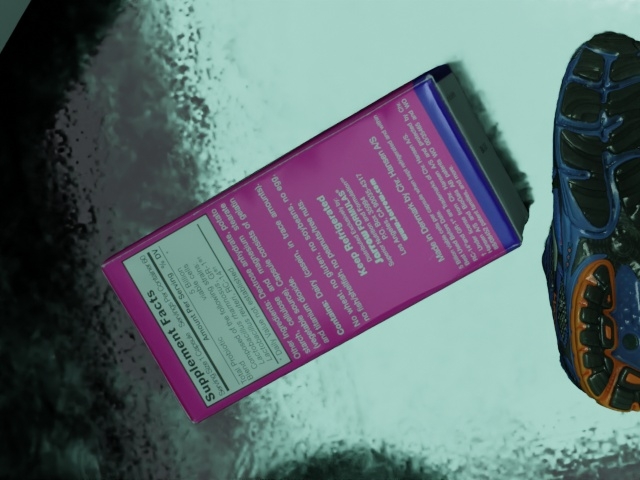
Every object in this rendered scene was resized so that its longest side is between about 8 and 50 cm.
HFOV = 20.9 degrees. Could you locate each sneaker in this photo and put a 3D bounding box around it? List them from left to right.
[{"bbox_3d":[0.160,-0.011,1.005,0.083,0.087,0.221,6,82,-14],"label":"sneaker"}]

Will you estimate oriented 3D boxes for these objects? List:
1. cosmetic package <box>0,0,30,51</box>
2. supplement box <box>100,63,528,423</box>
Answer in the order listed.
[{"bbox_3d":[-0.256,-0.180,0.971,0.161,0.230,0.453,33,102,2],"label":"cosmetic package"},{"bbox_3d":[0.000,0.000,1.015,0.220,0.111,0.114,-28,93,12],"label":"supplement box"}]
